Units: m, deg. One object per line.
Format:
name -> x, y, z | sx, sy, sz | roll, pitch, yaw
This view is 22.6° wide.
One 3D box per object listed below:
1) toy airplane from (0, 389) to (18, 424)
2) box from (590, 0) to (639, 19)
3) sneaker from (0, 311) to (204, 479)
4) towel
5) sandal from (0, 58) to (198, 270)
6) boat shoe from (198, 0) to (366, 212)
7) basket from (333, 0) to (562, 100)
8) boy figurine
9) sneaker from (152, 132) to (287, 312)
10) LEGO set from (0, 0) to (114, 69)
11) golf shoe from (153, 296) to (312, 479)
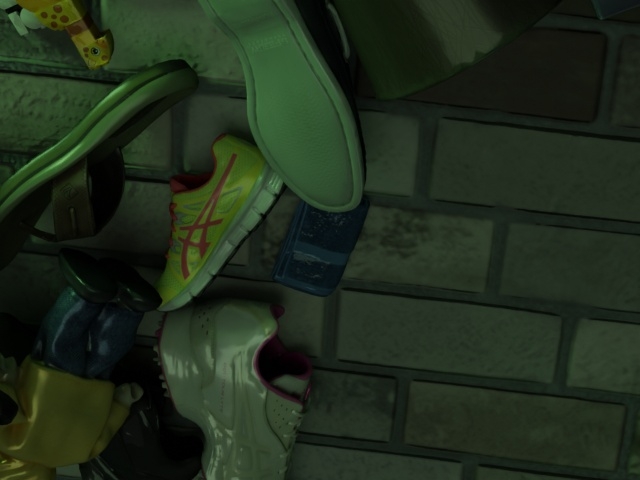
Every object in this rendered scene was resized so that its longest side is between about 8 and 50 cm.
toy airplane -> -0.476, 0.092, 1.362 | 0.272, 0.386, 0.384 | 6, 104, 40
box -> 0.294, -0.367, 1.194 | 0.296, 0.182, 0.294 | -19, 118, 19
sneaker -> -0.232, 0.165, 1.656 | 0.130, 0.109, 0.286 | -34, 118, 15
towel -> 0.000, 0.000, 1.550 | 0.067, 0.029, 0.119 | 20, 122, -4
sandal -> -0.220, -0.053, 1.491 | 0.303, 0.120, 0.086 | -37, 90, 25
boat shoe -> -0.020, -0.167, 1.415 | 0.114, 0.091, 0.302 | 0, 125, 32
basket -> 0.068, -0.260, 1.316 | 0.204, 0.154, 0.227 | -29, 109, 21
boy figurine -> -0.253, 0.154, 1.547 | 0.177, 0.092, 0.285 | 11, 113, -43
sneaker -> -0.114, -0.020, 1.534 | 0.094, 0.081, 0.208 | 37, 113, -5
LEGO set -> -0.189, -0.213, 1.417 | 0.227, 0.087, 0.093 | -19, 116, 20
golf shoe -> -0.062, 0.190, 1.629 | 0.140, 0.115, 0.306 | -13, 119, 12
